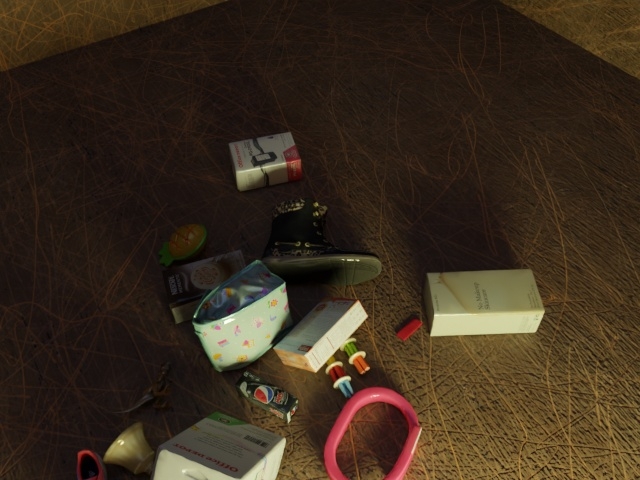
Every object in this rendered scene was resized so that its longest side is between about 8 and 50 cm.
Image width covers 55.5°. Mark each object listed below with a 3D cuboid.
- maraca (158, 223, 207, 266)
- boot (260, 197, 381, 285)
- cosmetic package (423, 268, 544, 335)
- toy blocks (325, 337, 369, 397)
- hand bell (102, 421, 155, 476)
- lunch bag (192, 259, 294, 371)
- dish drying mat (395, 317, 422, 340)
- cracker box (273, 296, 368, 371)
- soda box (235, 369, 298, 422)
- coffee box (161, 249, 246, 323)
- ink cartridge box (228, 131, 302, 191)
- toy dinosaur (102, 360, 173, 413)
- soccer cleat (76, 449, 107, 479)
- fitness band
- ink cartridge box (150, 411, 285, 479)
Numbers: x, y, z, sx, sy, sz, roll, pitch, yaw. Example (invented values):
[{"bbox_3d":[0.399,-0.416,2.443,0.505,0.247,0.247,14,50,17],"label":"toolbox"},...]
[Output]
[{"bbox_3d":[-0.444,0.014,1.959,0.185,0.099,0.127,-29,43,11],"label":"maraca"},{"bbox_3d":[0.000,0.000,1.932,0.377,0.138,0.284,-3,48,6],"label":"boot"},{"bbox_3d":[0.466,0.179,1.765,0.309,0.113,0.160,-2,48,-1],"label":"cosmetic package"},{"bbox_3d":[0.078,0.351,1.663,0.123,0.054,0.148,-21,51,-15],"label":"toy blocks"},{"bbox_3d":[-0.395,0.568,1.477,0.242,0.126,0.126,36,58,14],"label":"hand bell"},{"bbox_3d":[-0.221,0.219,1.680,0.262,0.223,0.160,-34,50,-23],"label":"lunch bag"},{"bbox_3d":[0.258,0.258,1.771,0.083,0.008,0.032,-37,56,-26],"label":"dish drying mat"},{"bbox_3d":[0.001,0.256,1.694,0.232,0.067,0.155,-41,23,-30],"label":"cracker box"},{"bbox_3d":[-0.142,0.412,1.613,0.169,0.060,0.053,23,54,21],"label":"soda box"},{"bbox_3d":[-0.337,0.138,1.838,0.246,0.098,0.141,-16,49,-12],"label":"coffee box"},{"bbox_3d":[-0.202,-0.288,2.212,0.237,0.100,0.172,-12,48,-9],"label":"ink cartridge box"},{"bbox_3d":[-0.459,0.417,1.632,0.112,0.064,0.211,9,37,31],"label":"toy dinosaur"},{"bbox_3d":[-0.523,0.609,1.428,0.083,0.095,0.248,-22,50,-15],"label":"soccer cleat"},{"bbox_3d":[0.132,0.503,1.532,0.209,0.054,0.291,19,51,21],"label":"fitness band"},{"bbox_3d":[-0.226,0.510,1.386,0.201,0.278,0.117,16,95,16],"label":"ink cartridge box"}]
